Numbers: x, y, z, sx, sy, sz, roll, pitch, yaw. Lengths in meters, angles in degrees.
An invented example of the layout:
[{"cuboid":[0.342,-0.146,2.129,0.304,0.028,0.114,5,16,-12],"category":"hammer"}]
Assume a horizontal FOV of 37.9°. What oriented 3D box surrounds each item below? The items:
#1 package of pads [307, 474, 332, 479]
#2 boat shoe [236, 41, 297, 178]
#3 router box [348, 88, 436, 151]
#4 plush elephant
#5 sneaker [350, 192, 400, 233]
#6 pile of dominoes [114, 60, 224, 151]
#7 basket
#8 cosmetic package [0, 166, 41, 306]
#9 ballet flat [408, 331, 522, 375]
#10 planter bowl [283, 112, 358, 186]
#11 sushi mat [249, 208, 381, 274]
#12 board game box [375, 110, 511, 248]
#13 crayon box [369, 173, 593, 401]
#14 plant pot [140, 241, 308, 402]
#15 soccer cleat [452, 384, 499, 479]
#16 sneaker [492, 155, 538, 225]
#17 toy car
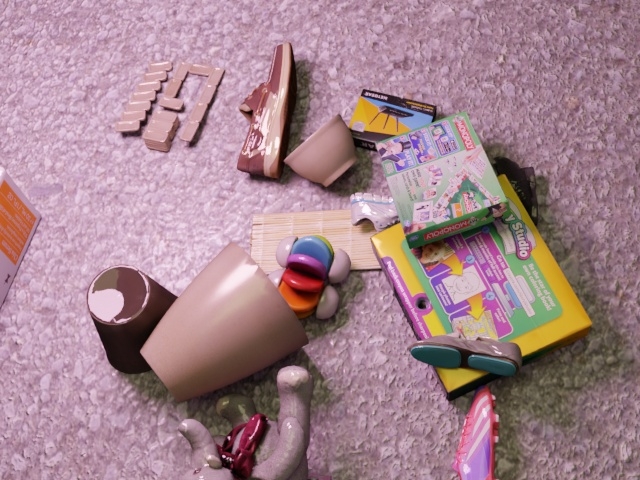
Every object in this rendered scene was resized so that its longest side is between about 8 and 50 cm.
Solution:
[{"cuboid":[-0.020,0.480,1.804,0.083,0.032,0.050,2,62,7],"category":"package of pads"},{"cuboid":[-0.129,-0.306,2.143,0.123,0.123,0.342,5,72,7],"category":"boat shoe"},{"cuboid":[0.163,-0.264,2.126,0.178,0.046,0.133,15,68,13],"category":"router box"},{"cuboid":[-0.166,0.415,1.713,0.255,0.271,0.330,2,75,-42],"category":"plush elephant"},{"cuboid":[0.154,-0.052,2.001,0.190,0.071,0.083,2,73,16],"category":"sneaker"},{"cuboid":[-0.359,-0.326,2.235,0.195,0.040,0.251,12,59,13],"category":"pile of dominoes"},{"cuboid":[-0.380,0.152,1.893,0.204,0.227,0.154,-42,67,-12],"category":"basket"},{"cuboid":[-0.785,0.075,1.976,0.161,0.230,0.453,13,68,11],"category":"cosmetic package"},{"cuboid":[0.276,0.209,1.771,0.213,0.072,0.068,9,46,10],"category":"ballet flat"},{"cuboid":[0.013,-0.188,2.060,0.162,0.162,0.109,-41,94,-12],"category":"planter bowl"},{"cuboid":[0.000,0.000,2.036,0.316,0.019,0.152,-3,65,5],"category":"sushi mat"},{"cuboid":[0.247,-0.132,1.936,0.213,0.046,0.317,-18,42,6],"category":"board game box"},{"cuboid":[0.319,0.092,1.891,0.313,0.106,0.363,-25,68,-2],"category":"crayon box"},{"cuboid":[-0.208,0.184,1.836,0.274,0.256,0.256,-37,66,-13],"category":"plant pot"},{"cuboid":[0.295,0.398,1.783,0.095,0.083,0.248,-2,67,11],"category":"soccer cleat"},{"cuboid":[0.423,-0.106,2.022,0.089,0.051,0.170,-3,63,9],"category":"sneaker"},{"cuboid":[-0.030,0.069,1.929,0.159,0.136,0.182,17,79,10],"category":"toy car"}]
